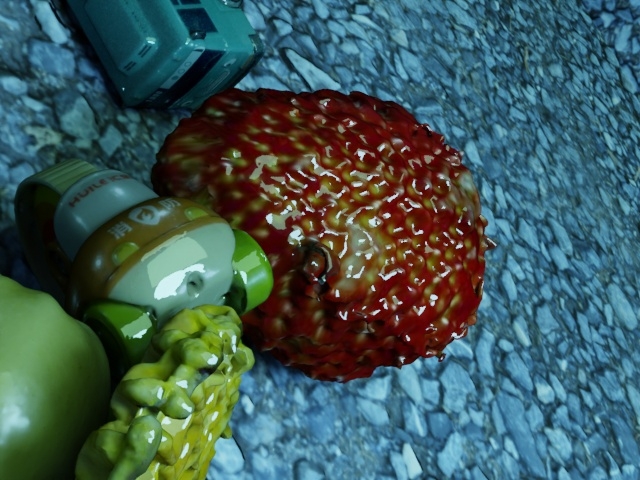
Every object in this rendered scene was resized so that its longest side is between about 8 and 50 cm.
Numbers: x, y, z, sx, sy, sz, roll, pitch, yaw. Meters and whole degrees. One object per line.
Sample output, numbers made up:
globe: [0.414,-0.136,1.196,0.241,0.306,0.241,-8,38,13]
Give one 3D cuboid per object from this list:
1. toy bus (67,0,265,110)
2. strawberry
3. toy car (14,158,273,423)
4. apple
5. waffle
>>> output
toy bus: [-0.184,-0.262,1.287,0.147,0.128,0.256,-16,73,-52]
strawberry: [0.002,0.000,1.144,0.343,0.292,0.292,-1,62,-63]
toy car: [-0.169,0.027,1.005,0.145,0.235,0.235,-31,87,-34]
apple: [-0.239,0.119,0.852,0.200,0.200,0.200,31,42,-32]
waffle: [-0.129,0.180,0.854,0.062,0.329,0.329,24,35,8]
